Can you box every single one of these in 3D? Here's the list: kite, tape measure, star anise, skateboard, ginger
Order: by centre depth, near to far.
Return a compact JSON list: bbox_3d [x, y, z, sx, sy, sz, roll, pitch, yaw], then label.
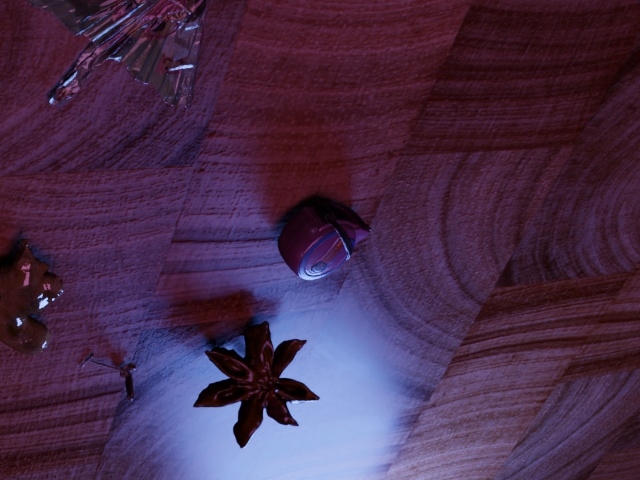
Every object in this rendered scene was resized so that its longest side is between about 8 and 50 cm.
[{"bbox_3d":[-0.220,-0.246,1.480,0.267,0.013,0.323,-39,143,11],"label":"kite"},{"bbox_3d":[-0.400,0.088,1.717,0.133,0.059,0.214,-24,142,0],"label":"ginger"},{"bbox_3d":[0.000,0.000,1.875,0.118,0.074,0.125,-47,146,13],"label":"tape measure"},{"bbox_3d":[-0.319,0.205,1.919,0.083,0.064,0.032,25,127,-36],"label":"skateboard"},{"bbox_3d":[-0.107,0.228,2.036,0.196,0.111,0.212,-52,128,-24],"label":"star anise"}]
